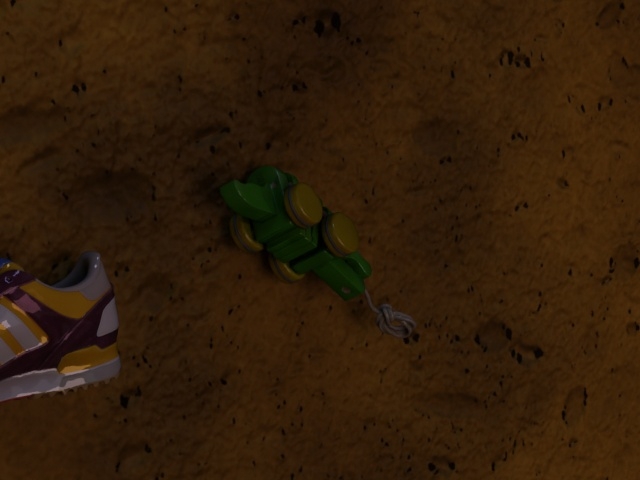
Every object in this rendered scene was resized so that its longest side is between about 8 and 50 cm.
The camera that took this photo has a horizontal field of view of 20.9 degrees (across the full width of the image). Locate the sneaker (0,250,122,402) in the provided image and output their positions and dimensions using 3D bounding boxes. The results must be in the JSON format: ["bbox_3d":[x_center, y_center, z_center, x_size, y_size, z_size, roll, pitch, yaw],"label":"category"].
[{"bbox_3d":[-0.201,0.055,0.995,0.185,0.069,0.084,-12,101,-41],"label":"sneaker"}]

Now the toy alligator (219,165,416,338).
[{"bbox_3d":[0.000,0.000,1.138,0.190,0.056,0.051,38,38,-37],"label":"toy alligator"}]
